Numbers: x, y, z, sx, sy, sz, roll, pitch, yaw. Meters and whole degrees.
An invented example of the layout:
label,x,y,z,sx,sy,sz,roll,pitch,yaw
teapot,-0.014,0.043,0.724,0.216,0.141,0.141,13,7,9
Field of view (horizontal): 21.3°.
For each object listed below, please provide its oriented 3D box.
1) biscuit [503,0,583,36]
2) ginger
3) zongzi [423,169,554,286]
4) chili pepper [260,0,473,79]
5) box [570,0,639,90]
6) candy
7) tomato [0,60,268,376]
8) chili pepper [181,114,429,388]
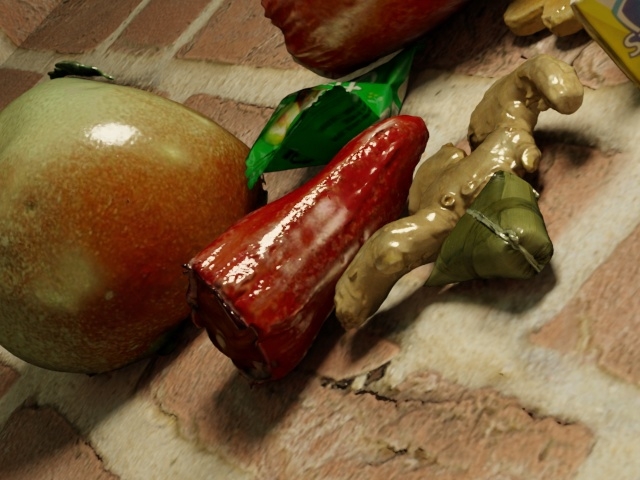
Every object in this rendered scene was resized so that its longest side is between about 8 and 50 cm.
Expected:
label,x,y,z,sx,sy,sz,roll,pitch,yaw
biscuit,0.262,-0.259,1.442,0.234,0.030,0.153,-47,22,-7
ginger,0.101,-0.036,1.300,0.258,0.065,0.149,-50,8,5
zongzi,0.112,0.017,1.193,0.113,0.052,0.104,-48,17,20
chili pepper,0.085,-0.316,1.576,0.305,0.229,0.251,-34,10,46
box,0.314,-0.241,1.221,0.265,0.097,0.168,-31,26,33
candy,0.014,-0.115,1.574,0.141,0.078,0.203,-19,12,30
tomato,-0.211,-0.030,1.603,0.303,0.239,0.303,-39,25,22
chili pepper,0.000,0.000,1.366,0.136,0.144,0.253,26,62,41
